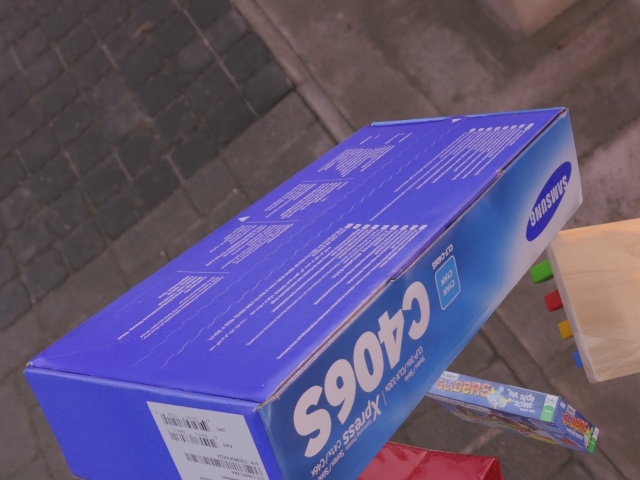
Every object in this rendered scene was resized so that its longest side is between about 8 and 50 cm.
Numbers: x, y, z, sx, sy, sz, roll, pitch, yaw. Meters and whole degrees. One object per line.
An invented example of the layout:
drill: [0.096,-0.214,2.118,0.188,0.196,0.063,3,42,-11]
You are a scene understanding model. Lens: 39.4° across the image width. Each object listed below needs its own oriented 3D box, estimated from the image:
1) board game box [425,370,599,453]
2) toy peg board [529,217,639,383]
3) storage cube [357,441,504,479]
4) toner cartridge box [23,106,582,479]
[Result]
board game box: [0.239,0.218,1.154,0.201,0.136,0.035,8,69,41]
toy peg board: [0.319,0.068,0.980,0.161,0.079,0.161,-9,74,-21]
storage cube: [0.104,0.366,1.014,0.183,0.215,0.193,-1,29,36]
toner cartridge box: [0.016,0.018,0.535,0.165,0.075,0.348,2,28,38]
